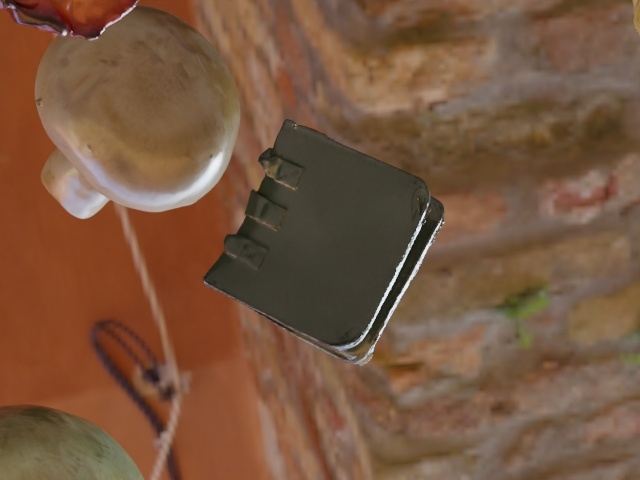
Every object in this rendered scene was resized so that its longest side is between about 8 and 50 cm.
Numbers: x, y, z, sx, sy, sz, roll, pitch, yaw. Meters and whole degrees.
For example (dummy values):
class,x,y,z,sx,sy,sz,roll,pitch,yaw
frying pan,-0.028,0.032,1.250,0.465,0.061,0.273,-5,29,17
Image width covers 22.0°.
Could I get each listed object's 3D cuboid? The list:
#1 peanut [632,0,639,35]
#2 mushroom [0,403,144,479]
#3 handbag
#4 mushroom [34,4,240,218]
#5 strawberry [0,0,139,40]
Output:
class,x,y,z,sx,sy,sz,roll,pitch,yaw
peanut,0.484,-0.229,1.817,0.305,0.147,0.147,33,-136,31
mushroom,-0.323,0.312,1.598,0.352,0.260,0.352,-27,166,-7
handbag,0.001,0.001,2.106,0.260,0.247,0.079,27,176,28
mushroom,-0.263,-0.160,2.229,0.292,0.292,0.290,-31,175,-40
strawberry,-0.297,-0.340,1.531,0.265,0.336,0.149,-41,-155,-21
